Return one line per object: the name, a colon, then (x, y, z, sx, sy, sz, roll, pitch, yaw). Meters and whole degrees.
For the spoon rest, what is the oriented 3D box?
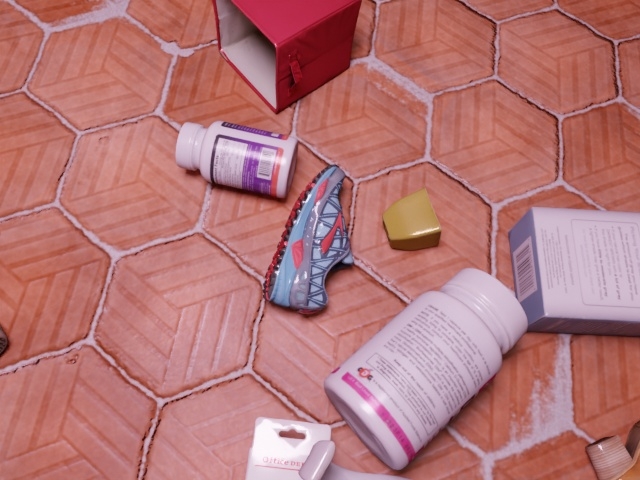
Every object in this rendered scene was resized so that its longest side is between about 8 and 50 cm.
spoon rest: (0.070, 0.356, 0.738, 0.276, 0.084, 0.137, 46, 63, -21)

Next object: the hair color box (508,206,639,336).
hair color box: (0.518, 0.058, 0.909, 0.374, 0.113, 0.185, 3, 68, -2)

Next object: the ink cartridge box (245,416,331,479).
ink cartridge box: (-0.050, 0.356, 0.773, 0.115, 0.067, 0.198, 8, 69, -1)

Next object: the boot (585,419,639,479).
boot: (0.511, 0.343, 0.815, 0.197, 0.073, 0.152, -24, 70, 0)

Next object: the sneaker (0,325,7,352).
sneaker: (-0.562, 0.184, 0.821, 0.188, 0.066, 0.071, -37, 58, -22)

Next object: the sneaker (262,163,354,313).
sneaker: (0.000, 0.000, 0.922, 0.125, 0.104, 0.262, 26, 71, -12)

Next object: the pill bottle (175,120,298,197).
pill bottle: (-0.142, -0.143, 0.950, 0.193, 0.108, 0.108, 13, 67, 2)

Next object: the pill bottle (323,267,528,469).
pill bottle: (0.158, 0.176, 0.810, 0.283, 0.160, 0.160, -38, 75, -17)

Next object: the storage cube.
storage cube: (-0.062, -0.391, 1.017, 0.193, 0.184, 0.215, -37, 74, -18)

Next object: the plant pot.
plant pot: (0.150, -0.027, 0.940, 0.083, 0.081, 0.081, -19, 70, 2)
